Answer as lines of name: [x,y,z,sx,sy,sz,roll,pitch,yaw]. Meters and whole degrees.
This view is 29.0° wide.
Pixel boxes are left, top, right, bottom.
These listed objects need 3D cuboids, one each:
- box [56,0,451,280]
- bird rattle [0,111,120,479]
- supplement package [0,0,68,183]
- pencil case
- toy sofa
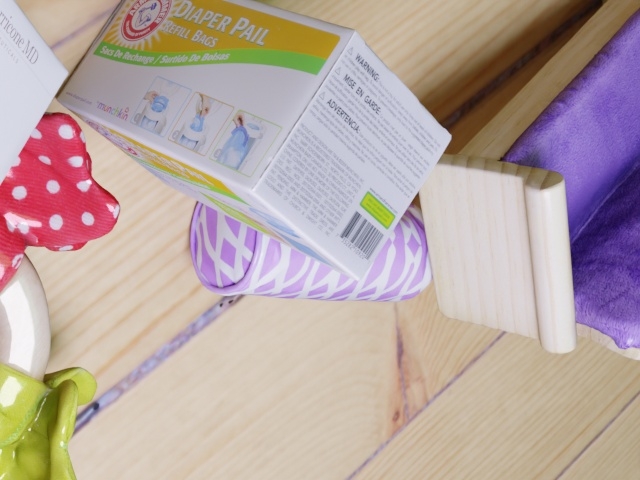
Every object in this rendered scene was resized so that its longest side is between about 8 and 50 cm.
box: [-0.045,-0.074,0.741,0.114,0.203,0.103,40,80,-45]
bird rattle: [-0.213,0.046,0.702,0.206,0.143,0.254,-9,113,-23]
supplement package: [-0.226,-0.051,0.611,0.179,0.105,0.105,-62,163,-13]
pencil case: [0.000,0.000,0.911,0.206,0.086,0.088,4,72,-47]
toy sofa: [0.242,-0.076,0.981,0.362,0.177,0.150,-44,135,-39]
